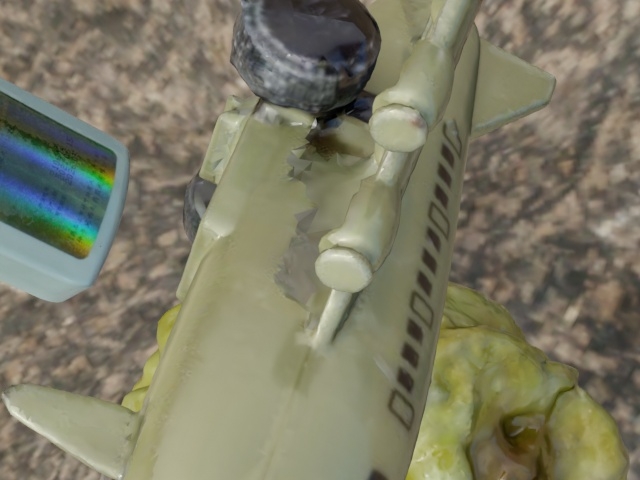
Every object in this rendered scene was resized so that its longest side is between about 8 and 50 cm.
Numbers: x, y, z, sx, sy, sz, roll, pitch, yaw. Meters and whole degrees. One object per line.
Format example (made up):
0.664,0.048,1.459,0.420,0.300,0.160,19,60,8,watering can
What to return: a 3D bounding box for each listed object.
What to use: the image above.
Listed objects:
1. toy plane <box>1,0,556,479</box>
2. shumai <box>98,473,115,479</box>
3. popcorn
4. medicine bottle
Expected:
0.000,0.000,0.374,0.092,0.229,0.244,28,47,3,toy plane
-0.062,0.194,1.073,0.166,0.176,0.206,43,63,-20,shumai
0.037,0.120,0.720,0.286,0.174,0.225,36,127,15,popcorn
-0.242,-0.056,0.953,0.229,0.083,0.121,28,58,-28,medicine bottle
